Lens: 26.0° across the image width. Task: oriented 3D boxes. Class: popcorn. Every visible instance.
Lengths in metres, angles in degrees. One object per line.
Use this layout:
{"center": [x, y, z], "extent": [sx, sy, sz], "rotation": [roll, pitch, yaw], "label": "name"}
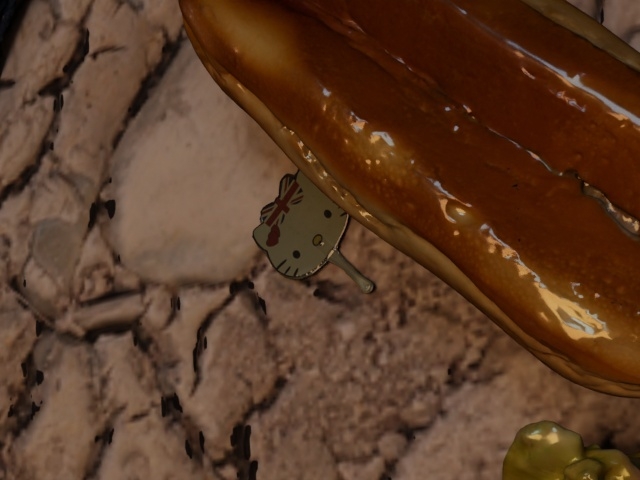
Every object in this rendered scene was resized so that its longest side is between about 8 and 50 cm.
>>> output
{"center": [0.123, 0.123, 0.566], "extent": [0.109, 0.097, 0.089], "rotation": [19, 94, 18], "label": "popcorn"}

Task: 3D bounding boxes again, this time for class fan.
{"center": [0.000, 0.000, 0.714], "extent": [0.083, 0.004, 0.056], "rotation": [42, 102, 30], "label": "fan"}

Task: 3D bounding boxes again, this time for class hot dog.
{"center": [0.060, -0.061, 0.636], "extent": [0.337, 0.100, 0.135], "rotation": [39, 94, 30], "label": "hot dog"}

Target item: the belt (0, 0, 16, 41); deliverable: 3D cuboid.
{"center": [-0.246, -0.186, 0.829], "extent": [0.128, 0.122, 0.218], "rotation": [28, 97, 35], "label": "belt"}
